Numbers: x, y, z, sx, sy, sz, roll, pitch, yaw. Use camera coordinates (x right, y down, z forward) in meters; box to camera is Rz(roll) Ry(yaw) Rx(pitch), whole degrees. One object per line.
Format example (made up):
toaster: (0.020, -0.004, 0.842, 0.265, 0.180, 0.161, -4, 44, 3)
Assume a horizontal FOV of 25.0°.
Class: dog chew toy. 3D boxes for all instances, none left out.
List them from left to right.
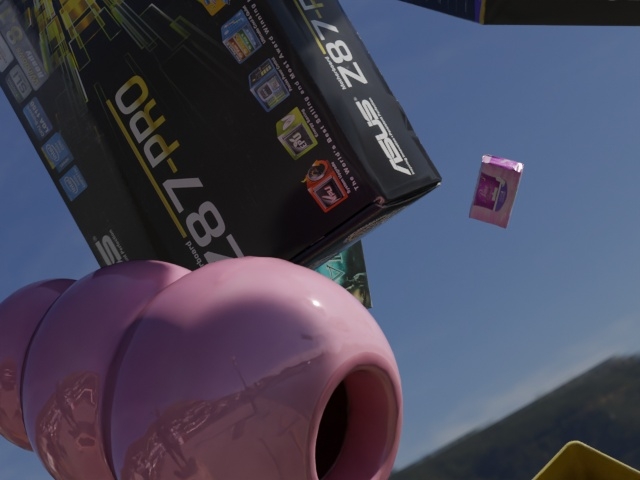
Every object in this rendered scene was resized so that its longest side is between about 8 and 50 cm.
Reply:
dog chew toy: (-0.111, 0.105, 1.006, 0.332, 0.206, 0.207, 7, 7, 35)

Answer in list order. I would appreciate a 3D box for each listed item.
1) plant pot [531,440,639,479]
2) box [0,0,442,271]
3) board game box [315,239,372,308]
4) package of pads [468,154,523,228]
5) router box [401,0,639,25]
plant pot: (0.364, 0.431, 1.905, 0.212, 0.212, 0.187, -40, -49, -25)
box: (-0.118, -0.136, 1.223, 0.097, 0.395, 0.318, -23, -9, -48)
board game box: (0.000, 0.000, 1.816, 0.126, 0.186, 0.026, -4, -8, -43)
package of pads: (0.211, -0.059, 1.744, 0.032, 0.050, 0.083, -58, -19, -59)
router box: (0.263, -0.285, 1.572, 0.309, 0.081, 0.243, -2, 16, -20)
